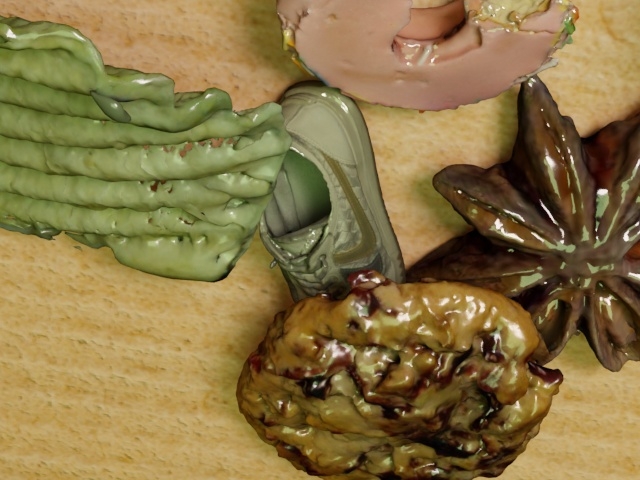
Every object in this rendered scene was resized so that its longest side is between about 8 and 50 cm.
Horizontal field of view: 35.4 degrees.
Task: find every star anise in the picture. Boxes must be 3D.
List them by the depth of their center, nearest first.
[{"bbox_3d":[0.237,-0.005,0.897,0.315,0.108,0.315,0,112,1],"label":"star anise"}]

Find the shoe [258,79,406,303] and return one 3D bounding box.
[{"bbox_3d":[0.000,0.000,0.900,0.103,0.098,0.275,0,117,34],"label":"shoe"}]

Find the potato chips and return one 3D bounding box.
[{"bbox_3d":[-0.216,-0.099,0.775,0.389,0.097,0.373,21,159,5],"label":"potato chips"}]

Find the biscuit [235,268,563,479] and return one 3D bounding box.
[{"bbox_3d":[0.070,0.154,0.928,0.289,0.081,0.334,14,140,-7],"label":"biscuit"}]

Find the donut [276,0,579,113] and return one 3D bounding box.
[{"bbox_3d":[0.073,-0.185,0.795,0.233,0.085,0.199,19,147,-29],"label":"donut"}]
